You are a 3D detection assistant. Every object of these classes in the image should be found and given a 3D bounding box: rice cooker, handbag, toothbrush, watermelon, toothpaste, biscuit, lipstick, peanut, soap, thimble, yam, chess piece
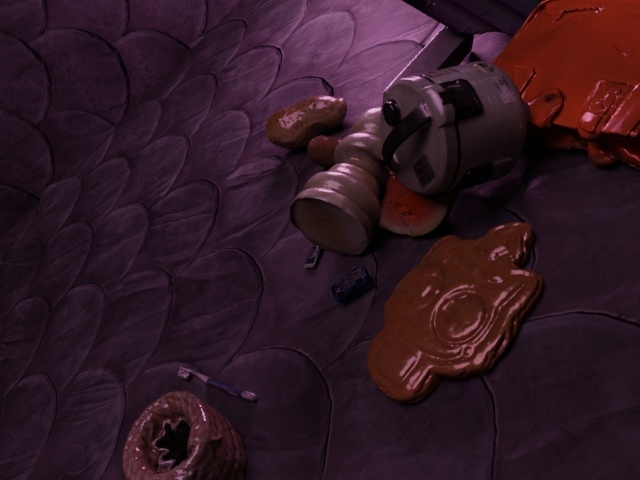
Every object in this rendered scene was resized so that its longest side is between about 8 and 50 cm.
[{"bbox_3d":[0.228,-0.198,1.297,0.244,0.226,0.226,-14,27,-21],"label":"rice cooker"},{"bbox_3d":[0.486,-0.297,1.303,0.303,0.116,0.410,-50,34,-5],"label":"handbag"},{"bbox_3d":[-0.223,0.301,1.529,0.288,0.024,0.026,5,59,49],"label":"toothbrush"},{"bbox_3d":[0.204,-0.084,1.405,0.145,0.137,0.193,31,96,25],"label":"watermelon"},{"bbox_3d":[0.000,0.000,1.604,0.037,0.021,0.140,-6,53,50],"label":"toothpaste"},{"bbox_3d":[0.224,0.110,1.228,0.376,0.051,0.269,-49,36,-4],"label":"biscuit"},{"bbox_3d":[0.240,-0.375,1.598,0.066,0.068,0.317,25,53,22],"label":"lipstick"},{"bbox_3d":[-0.035,-0.305,1.882,0.236,0.110,0.120,-16,23,27],"label":"peanut"},{"bbox_3d":[0.323,-0.561,1.588,0.193,0.323,0.109,-56,19,31],"label":"soap"},{"bbox_3d":[-0.249,0.398,1.355,0.229,0.148,0.196,2,54,45],"label":"thimble"},{"bbox_3d":[0.030,-0.209,1.737,0.084,0.084,0.127,-55,32,-13],"label":"yam"},{"bbox_3d":[0.086,-0.147,1.550,0.182,0.182,0.330,-4,46,45],"label":"chess piece"}]

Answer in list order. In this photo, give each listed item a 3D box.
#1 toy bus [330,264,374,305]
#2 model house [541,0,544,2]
[{"bbox_3d":[0.062,0.088,1.425,0.083,0.046,0.038,-36,35,19],"label":"toy bus"},{"bbox_3d":[0.591,-0.641,1.524,0.253,0.184,0.291,-15,31,46],"label":"model house"}]
